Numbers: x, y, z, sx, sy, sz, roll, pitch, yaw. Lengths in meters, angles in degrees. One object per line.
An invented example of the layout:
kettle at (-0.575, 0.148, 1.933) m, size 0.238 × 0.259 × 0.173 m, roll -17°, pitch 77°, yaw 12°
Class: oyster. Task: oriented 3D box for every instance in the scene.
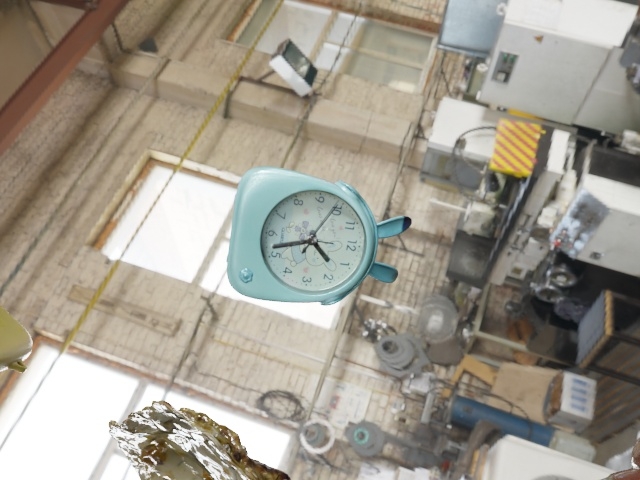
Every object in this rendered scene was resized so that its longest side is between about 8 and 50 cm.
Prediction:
oyster at (-0.130, 0.247, 0.625) m, size 0.111 × 0.204 × 0.396 m, roll -30°, pitch -15°, yaw -30°

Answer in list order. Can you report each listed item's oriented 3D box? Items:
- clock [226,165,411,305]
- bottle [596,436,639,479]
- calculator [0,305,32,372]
clock at (0.000, 0.000, 0.499) m, size 0.045 × 0.147 × 0.108 m, roll -94°, pitch 13°, yaw -80°
bottle at (0.275, 0.251, 0.508) m, size 0.143 × 0.271 × 0.156 m, roll 67°, pitch -176°, yaw -60°
calculator at (-0.353, 0.040, 0.534) m, size 0.033 × 0.236 × 0.157 m, roll -51°, pitch 6°, yaw -6°
